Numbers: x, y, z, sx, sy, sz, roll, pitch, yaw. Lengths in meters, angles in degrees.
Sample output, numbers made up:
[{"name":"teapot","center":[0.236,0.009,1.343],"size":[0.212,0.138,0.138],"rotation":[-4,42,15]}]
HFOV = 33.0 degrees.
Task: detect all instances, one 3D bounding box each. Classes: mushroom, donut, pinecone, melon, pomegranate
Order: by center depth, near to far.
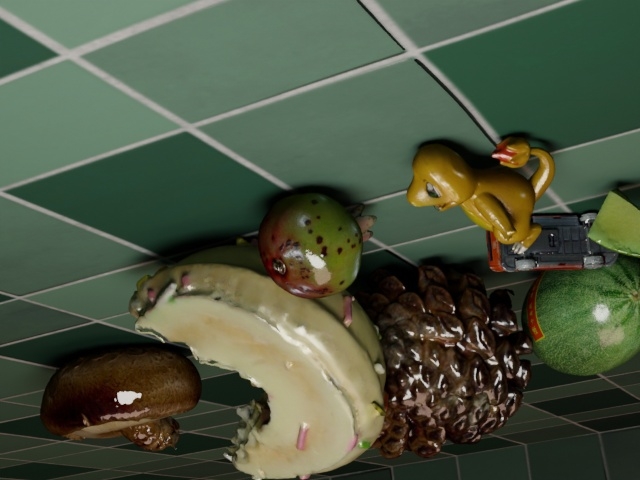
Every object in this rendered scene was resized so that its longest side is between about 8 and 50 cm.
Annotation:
[{"name":"pomegranate","center":[-0.007,-0.002,1.282],"size":[0.130,0.129,0.159],"rotation":[-13,-164,19]},{"name":"melon","center":[0.431,-0.034,1.318],"size":[0.210,0.117,0.064],"rotation":[-6,167,16]},{"name":"donut","center":[-0.059,0.154,1.427],"size":[0.307,0.150,0.371],"rotation":[-11,122,34]},{"name":"pinecone","center":[0.167,0.170,1.604],"size":[0.296,0.298,0.242],"rotation":[4,-159,-18]},{"name":"melon","center":[0.395,0.109,1.606],"size":[0.182,0.182,0.287],"rotation":[-2,159,-13]},{"name":"mushroom","center":[-0.345,0.273,1.898],"size":[0.297,0.163,0.278],"rotation":[-17,150,28]}]

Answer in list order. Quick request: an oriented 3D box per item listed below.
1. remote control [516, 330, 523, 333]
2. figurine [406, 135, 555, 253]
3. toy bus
[{"name":"remote control","center":[0.378,0.197,2.108],"size":[0.053,0.017,0.124],"rotation":[9,156,-34]},{"name":"figurine","center":[0.182,-0.069,1.192],"size":[0.176,0.121,0.122],"rotation":[17,124,-29]},{"name":"toy bus","center":[0.308,0.005,1.448],"size":[0.174,0.079,0.077],"rotation":[-1,169,-16]}]
